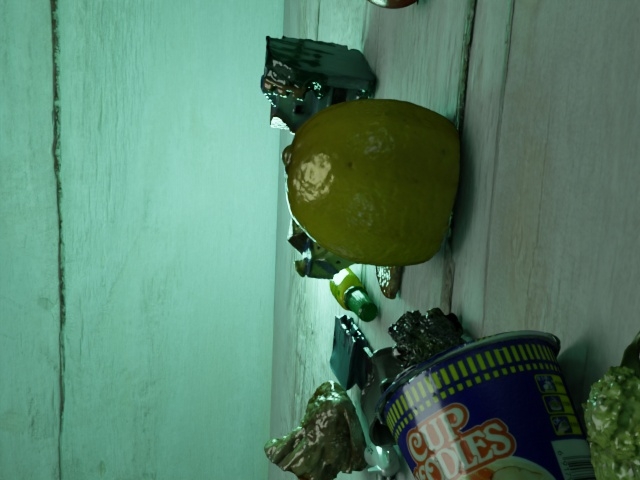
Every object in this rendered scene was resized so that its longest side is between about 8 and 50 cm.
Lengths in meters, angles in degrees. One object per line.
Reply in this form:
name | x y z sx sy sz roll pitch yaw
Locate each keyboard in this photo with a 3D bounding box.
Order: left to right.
keyboard | 0.151 0.341 1.875 0.231 0.023 0.072 -139 44 -74

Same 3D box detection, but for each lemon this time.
lemon | 0.086 -0.122 1.447 0.364 0.363 0.365 180 90 -77

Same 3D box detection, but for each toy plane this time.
toy plane | 0.146 0.527 1.750 0.174 0.080 0.174 179 90 -88

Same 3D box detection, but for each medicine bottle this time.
medicine bottle | 0.089 0.154 2.020 0.309 0.076 0.111 -131 40 -72

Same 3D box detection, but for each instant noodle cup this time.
instant noodle cup | 0.251 0.319 0.945 0.284 0.284 0.313 106 151 -51

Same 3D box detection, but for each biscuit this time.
biscuit | 0.167 0.021 1.780 0.176 0.031 0.229 -145 57 -74

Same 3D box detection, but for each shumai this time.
shumai | -0.022 0.535 1.977 0.314 0.262 0.267 93 154 -59

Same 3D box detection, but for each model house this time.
model house | -0.031 -0.376 2.059 0.252 0.294 0.330 -99 17 -50
model house | 0.000 0.000 2.002 0.195 0.189 0.214 42 -156 -38

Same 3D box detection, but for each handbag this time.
handbag | 0.083 0.318 2.097 0.229 0.062 0.179 -135 49 -73

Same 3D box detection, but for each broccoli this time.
broccoli | 0.213 0.282 1.393 0.165 0.145 0.304 -107 9 -64
broccoli | 0.337 0.128 0.668 0.254 0.185 0.303 -120 25 -83

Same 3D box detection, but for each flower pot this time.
flower pot | 0.157 0.356 1.659 0.108 0.103 0.229 -107 20 -55

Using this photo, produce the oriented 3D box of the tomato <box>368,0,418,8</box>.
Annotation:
tomato | 0.155 -0.579 1.568 0.167 0.167 0.168 180 90 -77
